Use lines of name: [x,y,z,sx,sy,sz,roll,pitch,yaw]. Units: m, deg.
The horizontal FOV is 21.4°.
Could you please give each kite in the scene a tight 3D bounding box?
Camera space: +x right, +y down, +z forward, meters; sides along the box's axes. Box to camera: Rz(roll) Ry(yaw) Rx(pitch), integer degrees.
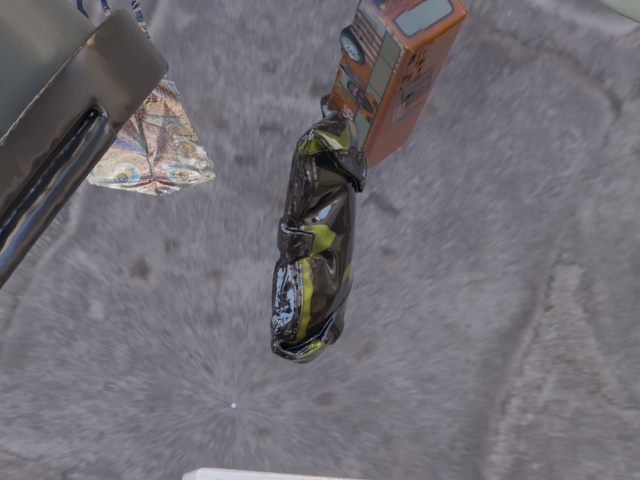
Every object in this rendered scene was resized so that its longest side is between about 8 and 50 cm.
kite: [-0.158,-0.141,1.410,0.127,0.016,0.229,3,67,-40]

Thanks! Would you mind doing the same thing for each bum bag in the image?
bum bag: [0.000,0.000,1.445,0.060,0.106,0.232,21,116,25]

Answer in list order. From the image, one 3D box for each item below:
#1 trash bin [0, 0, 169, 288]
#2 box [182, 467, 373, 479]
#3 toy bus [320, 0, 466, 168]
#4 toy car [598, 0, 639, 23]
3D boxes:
trash bin: [-0.222,-0.066,0.663,0.250,0.219,0.220,48,57,-23]
box: [0.038,0.287,1.091,0.273,0.048,0.265,6,74,-19]
toy bus: [0.067,-0.178,1.818,0.093,0.409,0.092,-36,81,-14]
toy car: [0.139,-0.194,0.507,0.248,0.198,0.204,-40,111,13]
